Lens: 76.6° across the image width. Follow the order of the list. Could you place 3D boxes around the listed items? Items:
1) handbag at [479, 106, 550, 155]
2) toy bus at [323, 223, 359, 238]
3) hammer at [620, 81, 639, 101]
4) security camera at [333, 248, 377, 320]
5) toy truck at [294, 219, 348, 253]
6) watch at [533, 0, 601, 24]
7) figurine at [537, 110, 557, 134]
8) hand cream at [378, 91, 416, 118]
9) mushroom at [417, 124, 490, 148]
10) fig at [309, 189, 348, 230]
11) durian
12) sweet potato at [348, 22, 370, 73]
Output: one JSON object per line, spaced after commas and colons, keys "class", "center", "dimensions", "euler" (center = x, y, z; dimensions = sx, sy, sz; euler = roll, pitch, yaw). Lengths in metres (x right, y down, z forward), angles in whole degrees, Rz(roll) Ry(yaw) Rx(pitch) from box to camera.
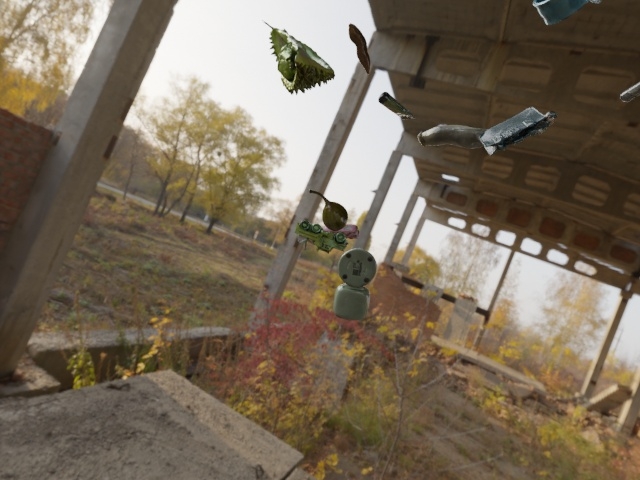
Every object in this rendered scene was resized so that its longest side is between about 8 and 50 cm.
{"class": "handbag", "center": [0.748, -0.424, 1.579], "dimensions": [0.062, 0.229, 0.179], "euler": [55, 24, -18]}
{"class": "toy bus", "center": [0.117, -0.051, 2.311], "dimensions": [0.203, 0.063, 0.090], "euler": [2, -31, 17]}
{"class": "hammer", "center": [0.983, -0.497, 1.016], "dimensions": [0.152, 0.044, 0.427], "euler": [-4, -23, -31]}
{"class": "security camera", "center": [0.137, 0.177, 1.647], "dimensions": [0.157, 0.302, 0.080], "euler": [8, 10, 1]}
{"class": "toy truck", "center": [0.004, -0.002, 1.954], "dimensions": [0.259, 0.135, 0.128], "euler": [16, -4, 8]}
{"class": "watch", "center": [0.820, -0.821, 1.336], "dimensions": [0.211, 0.193, 0.211], "euler": [39, 25, -23]}
{"class": "figurine", "center": [0.960, -0.499, 1.722], "dimensions": [0.047, 0.106, 0.060], "euler": [45, 15, 33]}
{"class": "hand cream", "center": [0.339, -0.602, 1.830], "dimensions": [0.235, 0.055, 0.086], "euler": [17, 5, -43]}
{"class": "mushroom", "center": [0.648, -0.502, 1.952], "dimensions": [0.350, 0.097, 0.110], "euler": [7, -46, 22]}
{"class": "fig", "center": [0.031, -0.149, 1.817], "dimensions": [0.236, 0.124, 0.124], "euler": [52, -13, -21]}
{"class": "durian", "center": [-0.059, -0.549, 1.214], "dimensions": [0.170, 0.157, 0.356], "euler": [68, -4, -46]}
{"class": "sweet potato", "center": [0.178, -0.838, 1.768], "dimensions": [0.219, 0.065, 0.051], "euler": [63, -6, -20]}
